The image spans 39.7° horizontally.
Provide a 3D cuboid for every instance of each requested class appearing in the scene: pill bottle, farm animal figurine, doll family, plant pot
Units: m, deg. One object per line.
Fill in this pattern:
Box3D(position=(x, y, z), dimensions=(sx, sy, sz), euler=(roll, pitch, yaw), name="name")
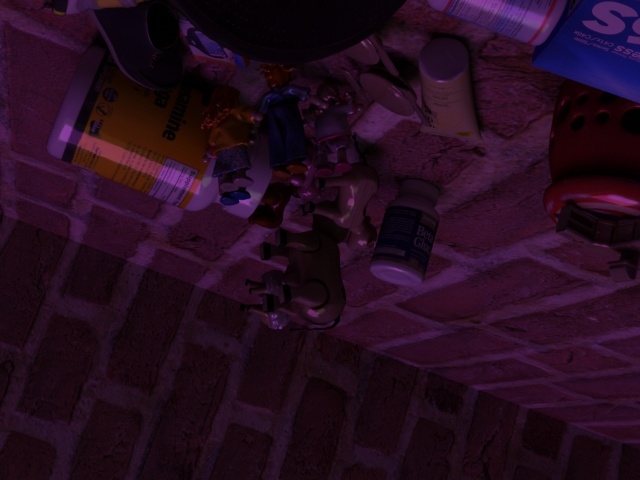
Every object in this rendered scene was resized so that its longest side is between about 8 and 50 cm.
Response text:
Box3D(position=(0.161, -0.260, 0.883), dimensions=(0.160, 0.087, 0.087), euler=(19, 163, -4), name="pill bottle")
Box3D(position=(0.000, 0.000, 1.539), dimensions=(0.172, 0.326, 0.330), euler=(6, 176, -26), name="farm animal figurine")
Box3D(position=(-0.244, -0.161, 1.413), dimensions=(0.334, 0.187, 0.188), euler=(22, 162, -16), name="pill bottle")
Box3D(position=(-0.076, -0.164, 1.248), dimensions=(0.263, 0.163, 0.118), euler=(-14, 162, 22), name="doll family")
Box3D(position=(0.364, -0.092, 1.066), dimensions=(0.191, 0.174, 0.191), euler=(16, 165, 5), name="plant pot")
Box3D(position=(0.149, -0.015, 1.508), dimensions=(0.094, 0.169, 0.094), euler=(15, 163, 5), name="pill bottle")

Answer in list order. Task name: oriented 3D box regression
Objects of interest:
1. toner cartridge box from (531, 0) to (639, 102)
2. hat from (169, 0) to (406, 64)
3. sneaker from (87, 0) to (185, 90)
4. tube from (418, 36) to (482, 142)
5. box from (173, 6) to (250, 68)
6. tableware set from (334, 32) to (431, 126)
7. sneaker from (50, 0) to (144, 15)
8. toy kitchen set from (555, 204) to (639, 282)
Box3D(position=(0.408, -0.186, 0.891), dimensions=(0.348, 0.075, 0.165), euler=(18, 164, -3), name="toner cartridge box")
Box3D(position=(-0.008, -0.306, 0.654), dimensions=(0.134, 0.331, 0.331), euler=(48, -177, 35), name="hat")
Box3D(position=(-0.226, -0.261, 1.213), dimensions=(0.118, 0.083, 0.222), euler=(30, 169, 29), name="sneaker")
Box3D(position=(0.169, -0.182, 1.170), dimensions=(0.070, 0.062, 0.240), euler=(55, 179, 19), name="tube")
Box3D(position=(-0.147, -0.285, 1.206), dimensions=(0.081, 0.028, 0.136), euler=(14, 164, 13), name="box")
Box3D(position=(0.071, -0.230, 1.135), dimensions=(0.128, 0.039, 0.194), euler=(28, 167, 41), name="tableware set")
Box3D(position=(-0.197, -0.364, 0.897), dimensions=(0.147, 0.145, 0.385), euler=(-9, 170, -23), name="sneaker")
Box3D(position=(0.316, 0.002, 0.984), dimensions=(0.075, 0.068, 0.083), euler=(25, 163, -22), name="toy kitchen set")
